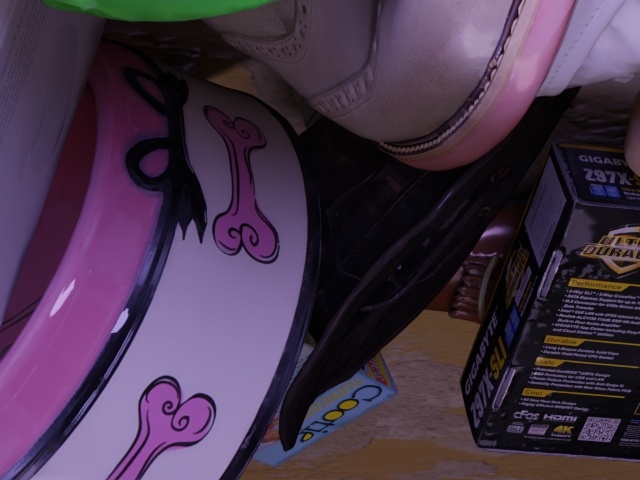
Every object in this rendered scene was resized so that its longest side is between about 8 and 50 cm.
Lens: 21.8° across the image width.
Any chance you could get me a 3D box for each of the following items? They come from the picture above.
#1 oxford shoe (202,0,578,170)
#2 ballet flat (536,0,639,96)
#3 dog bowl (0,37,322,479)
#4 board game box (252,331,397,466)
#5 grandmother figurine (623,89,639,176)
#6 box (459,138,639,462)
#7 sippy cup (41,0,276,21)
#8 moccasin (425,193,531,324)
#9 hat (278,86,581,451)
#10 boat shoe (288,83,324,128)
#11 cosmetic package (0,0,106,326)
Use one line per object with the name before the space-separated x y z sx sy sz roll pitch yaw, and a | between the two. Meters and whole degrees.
oxford shoe | -0.008 -0.125 0.729 0.147 0.140 0.397 19 -176 -19
ballet flat | 0.162 -0.154 0.720 0.139 0.139 0.400 9 147 -20
dog bowl | -0.200 0.042 1.053 0.408 0.408 0.150 -15 141 39
board game box | -0.075 0.073 1.409 0.144 0.142 0.275 -32 149 16
grandmother figurine | 0.244 -0.131 0.931 0.208 0.104 0.342 -20 160 4
box | 0.293 0.059 1.247 0.322 0.079 0.257 5 129 -12
sippy cup | -0.063 -0.228 0.536 0.305 0.240 0.224 -40 148 -9
moccasin | 0.198 0.049 1.365 0.380 0.147 0.139 3 160 -4
hat | 0.029 -0.021 1.125 0.134 0.331 0.331 39 161 8
boat shoe | -0.004 -0.105 1.131 0.035 0.035 0.100 30 163 2
cosmetic package | -0.199 -0.104 0.832 0.138 0.224 0.224 16 159 -1
